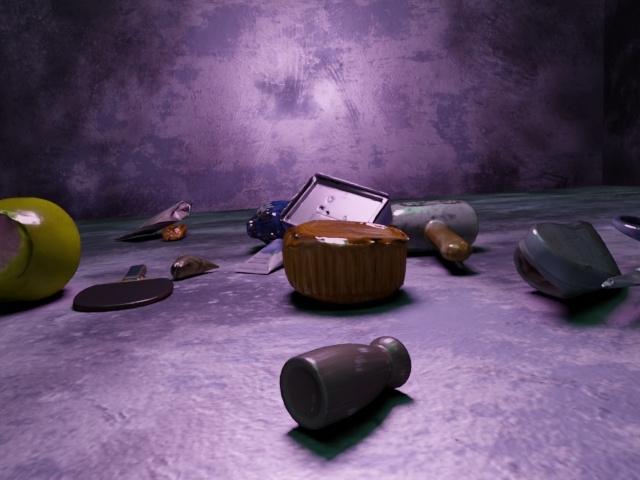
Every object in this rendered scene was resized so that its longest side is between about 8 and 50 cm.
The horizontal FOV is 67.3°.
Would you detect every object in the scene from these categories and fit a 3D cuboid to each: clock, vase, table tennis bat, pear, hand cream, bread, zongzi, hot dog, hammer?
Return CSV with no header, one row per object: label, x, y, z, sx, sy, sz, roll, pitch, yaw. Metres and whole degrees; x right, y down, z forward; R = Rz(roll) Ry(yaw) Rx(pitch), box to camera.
clock,0.032,-0.048,0.975,0.193,0.073,0.145,22,63,32
vase,0.023,0.103,0.366,0.100,0.053,0.053,-4,6,-43
table tennis bat,-0.334,0.079,0.840,0.154,0.021,0.274,-5,10,-13
pear,-0.503,0.021,0.816,0.187,0.188,0.219,-5,-6,-12
hand cream,-0.101,0.034,0.975,0.084,0.053,0.142,1,19,32
bread,0.034,0.031,0.715,0.199,0.104,0.199,1,10,0
zongzi,-0.243,0.056,0.935,0.083,0.040,0.076,13,13,-6
hot dog,-0.488,-0.028,1.612,0.071,0.045,0.165,-3,8,-9
hammer,0.234,-0.009,0.933,0.201,0.113,0.305,-7,13,1

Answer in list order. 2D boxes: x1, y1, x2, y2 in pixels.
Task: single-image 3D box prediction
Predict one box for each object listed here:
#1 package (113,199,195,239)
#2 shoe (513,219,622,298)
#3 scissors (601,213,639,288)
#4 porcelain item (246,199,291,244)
package,-0.576,-0.059,1.697,0.203,0.062,0.251,-20,12,42
shoe,0.316,0.032,0.638,0.251,0.103,0.100,4,-36,-47
scissors,0.466,0.031,0.600,0.256,0.029,0.383,24,26,39
porcelain item,-0.043,-0.057,1.223,0.287,0.138,0.186,-6,1,8
